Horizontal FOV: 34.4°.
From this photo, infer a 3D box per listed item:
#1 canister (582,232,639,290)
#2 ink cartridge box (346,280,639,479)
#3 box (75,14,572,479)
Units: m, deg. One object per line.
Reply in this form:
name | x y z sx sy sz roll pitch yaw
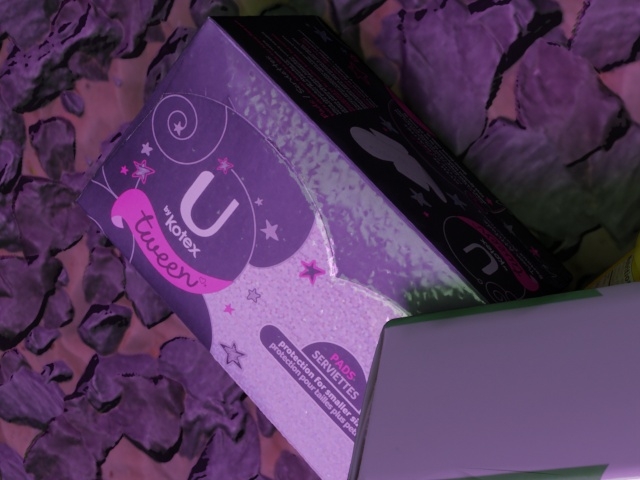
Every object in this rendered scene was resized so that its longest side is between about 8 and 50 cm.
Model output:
canister | 0.180 0.079 0.585 0.126 0.073 0.170 41 127 -3
ink cartridge box | 0.163 0.167 0.523 0.211 0.121 0.289 -10 126 19
box | 0.000 0.000 0.643 0.247 0.142 0.163 47 117 12
